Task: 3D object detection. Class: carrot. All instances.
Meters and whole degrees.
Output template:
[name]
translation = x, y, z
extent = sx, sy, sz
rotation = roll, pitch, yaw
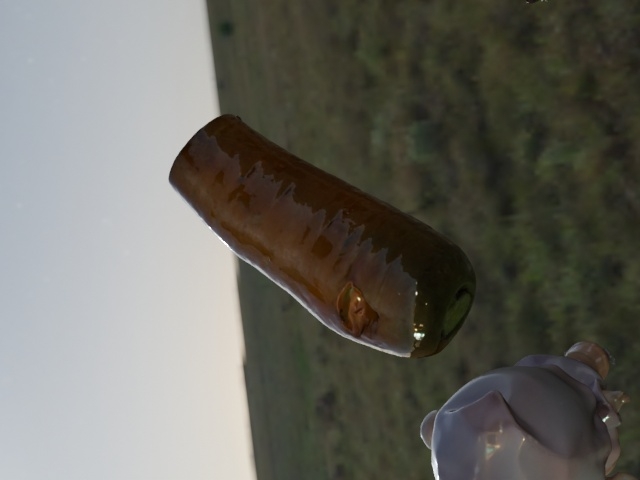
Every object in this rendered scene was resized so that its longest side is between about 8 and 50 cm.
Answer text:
[carrot]
translation = 0.000, 0.000, 0.823
extent = 0.087, 0.193, 0.087
rotation = -49, -22, -28

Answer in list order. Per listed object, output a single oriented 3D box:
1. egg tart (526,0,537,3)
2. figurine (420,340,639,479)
[egg tart]
translation = 0.130, -0.293, 1.103
extent = 0.215, 0.171, 0.215
rotation = 25, 121, 51
[figurine]
translation = 0.185, 0.161, 1.154
extent = 0.276, 0.200, 0.133
rotation = -13, -63, -59
